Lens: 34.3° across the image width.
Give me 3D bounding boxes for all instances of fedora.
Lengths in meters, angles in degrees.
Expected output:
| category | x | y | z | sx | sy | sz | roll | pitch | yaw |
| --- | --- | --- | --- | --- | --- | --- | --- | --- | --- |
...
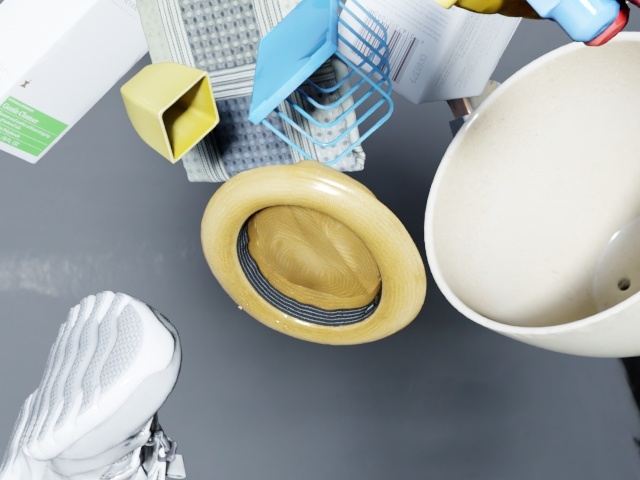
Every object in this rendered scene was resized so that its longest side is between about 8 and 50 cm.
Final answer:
| category | x | y | z | sx | sy | sz | roll | pitch | yaw |
| --- | --- | --- | --- | --- | --- | --- | --- | --- | --- |
| fedora | 0.000 | 0.000 | 0.831 | 0.195 | 0.079 | 0.194 | 10 | 135 | 10 |

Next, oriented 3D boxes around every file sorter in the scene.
| category | x | y | z | sx | sy | sz | roll | pitch | yaw |
| --- | --- | --- | --- | --- | --- | --- | --- | --- | --- |
| file sorter | 0.007 | -0.177 | 1.086 | 0.104 | 0.170 | 0.118 | 37 | 119 | -23 |

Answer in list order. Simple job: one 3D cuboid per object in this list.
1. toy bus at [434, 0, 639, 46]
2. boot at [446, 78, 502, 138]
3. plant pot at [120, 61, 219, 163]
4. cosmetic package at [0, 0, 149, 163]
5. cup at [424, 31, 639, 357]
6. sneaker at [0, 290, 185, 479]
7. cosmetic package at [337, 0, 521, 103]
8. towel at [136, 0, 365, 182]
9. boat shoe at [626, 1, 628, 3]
| category | x | y | z | sx | sy | sz | roll | pitch | yaw |
| --- | --- | --- | --- | --- | --- | --- | --- | --- | --- |
| toy bus | 0.097 | -0.173 | 0.493 | 0.149 | 0.211 | 0.220 | -44 | 171 | 23 |
| boot | 0.280 | -0.279 | 1.878 | 0.106 | 0.219 | 0.082 | -16 | -170 | -21 |
| plant pot | -0.177 | -0.153 | 1.170 | 0.081 | 0.083 | 0.081 | -48 | 151 | -27 |
| cosmetic package | -0.457 | -0.328 | 1.777 | 0.365 | 0.155 | 0.197 | -42 | 155 | 11 |
| cup | 0.309 | -0.009 | 1.068 | 0.331 | 0.331 | 0.237 | -33 | 133 | 25 |
| sneaker | -0.134 | 0.122 | 0.682 | 0.115 | 0.105 | 0.281 | 22 | 146 | -16 |
| cosmetic package | 0.139 | -0.277 | 1.306 | 0.184 | 0.151 | 0.151 | -19 | 141 | -55 |
| towel | -0.100 | -0.241 | 1.417 | 0.312 | 0.056 | 0.324 | -2 | 110 | 36 |
| boat shoe | 0.542 | -0.483 | 1.768 | 0.325 | 0.096 | 0.117 | -25 | 164 | 19 |
